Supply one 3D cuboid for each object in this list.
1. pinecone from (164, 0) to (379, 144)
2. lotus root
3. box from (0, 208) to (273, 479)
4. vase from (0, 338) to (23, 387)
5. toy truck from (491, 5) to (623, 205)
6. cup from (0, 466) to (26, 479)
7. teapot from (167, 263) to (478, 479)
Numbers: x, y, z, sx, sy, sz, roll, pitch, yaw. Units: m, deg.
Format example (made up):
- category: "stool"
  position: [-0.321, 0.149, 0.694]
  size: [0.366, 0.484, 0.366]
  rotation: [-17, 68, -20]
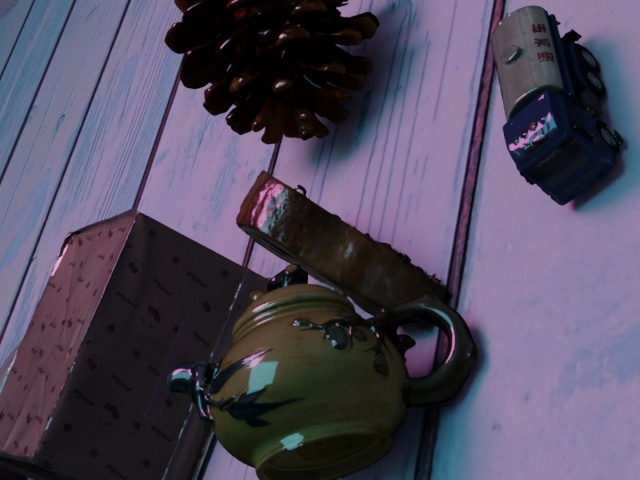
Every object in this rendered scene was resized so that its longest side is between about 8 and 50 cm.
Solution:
- category: "pinecone"
  position: [-0.049, -0.234, 1.412]
  size: [0.264, 0.264, 0.264]
  rotation: [-40, 32, 32]
- category: "lotus root"
  position: [0.000, 0.000, 1.179]
  size: [0.074, 0.170, 0.260]
  rotation: [-56, 22, -2]
- category: "box"
  position: [-0.228, 0.141, 1.381]
  size: [0.225, 0.190, 0.297]
  rotation: [-11, 53, 57]
- category: "vase"
  position: [-0.332, 0.140, 1.635]
  size: [0.248, 0.128, 0.128]
  rotation: [-57, 25, -18]
- category: "toy truck"
  position: [0.197, -0.128, 1.048]
  size: [0.074, 0.088, 0.202]
  rotation: [-39, 33, 31]
- category: "cup"
  position: [-0.493, 0.341, 1.637]
  size: [0.223, 0.176, 0.169]
  rotation: [-38, 31, 37]
- category: "teapot"
  position: [-0.003, 0.104, 1.049]
  size: [0.269, 0.173, 0.182]
  rotation: [-19, 61, 7]
